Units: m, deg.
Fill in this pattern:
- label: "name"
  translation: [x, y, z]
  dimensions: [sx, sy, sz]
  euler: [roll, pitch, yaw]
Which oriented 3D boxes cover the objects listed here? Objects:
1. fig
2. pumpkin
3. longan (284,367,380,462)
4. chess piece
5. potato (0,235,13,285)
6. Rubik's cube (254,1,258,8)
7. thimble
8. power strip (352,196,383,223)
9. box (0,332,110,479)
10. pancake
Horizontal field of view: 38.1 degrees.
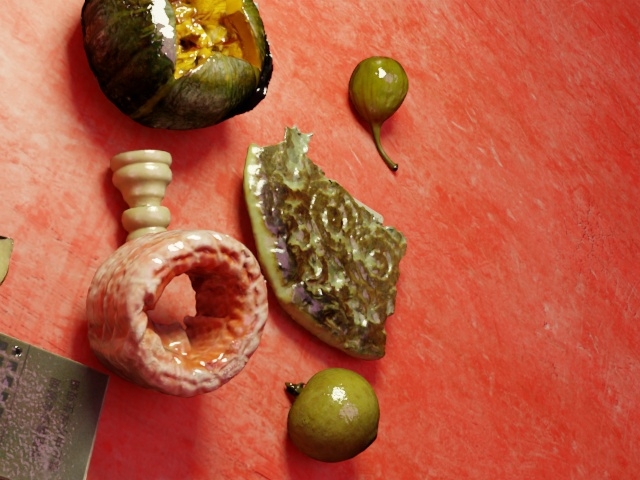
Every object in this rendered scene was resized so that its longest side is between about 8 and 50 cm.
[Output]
- label: "fig"
  translation: [0.122, -0.253, 1.871]
  dimensions: [0.124, 0.124, 0.236]
  euler: [-24, 114, -46]
- label: "pumpkin"
  translation: [-0.230, -0.324, 1.485]
  dimensions: [0.320, 0.192, 0.320]
  euler: [16, 64, -38]
- label: "longan"
  translation: [0.012, 0.278, 1.506]
  dimensions: [0.155, 0.176, 0.145]
  euler: [-15, 126, -66]
- label: "chess piece"
  translation: [-0.268, -0.046, 1.414]
  dimensions: [0.094, 0.094, 0.170]
  euler: [0, 80, -43]
- label: "potato"
  translation: [-0.457, 0.041, 1.208]
  dimensions: [0.096, 0.066, 0.103]
  euler: [13, 71, -13]
- label: "Rubik's cube"
  translation: [-0.152, -0.402, 1.680]
  dimensions: [0.073, 0.075, 0.084]
  euler: [23, 42, 22]
- label: "thimble"
  translation: [-0.205, 0.101, 1.312]
  dimensions: [0.239, 0.162, 0.239]
  euler: [-3, 95, -36]
- label: "power strip"
  translation: [0.044, -0.048, 1.738]
  dimensions: [0.192, 0.035, 0.081]
  euler: [31, 55, -30]
- label: "box"
  translation: [-0.433, 0.202, 1.171]
  dimensions: [0.325, 0.047, 0.180]
  euler: [28, 55, -32]
- label: "pancake"
  translation: [-0.002, 0.004, 1.636]
  dimensions: [0.427, 0.067, 0.304]
  euler: [46, 51, -21]
